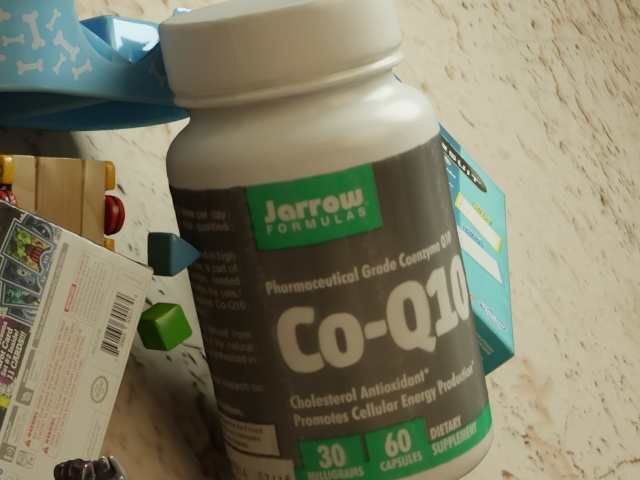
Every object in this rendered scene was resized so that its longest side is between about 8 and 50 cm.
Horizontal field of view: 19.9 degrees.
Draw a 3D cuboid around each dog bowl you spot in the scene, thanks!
[{"bbox_3d":[-0.202,-0.129,1.352,0.297,0.166,0.074,2,83,-54],"label":"dog bowl"}]

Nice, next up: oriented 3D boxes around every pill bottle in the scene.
[{"bbox_3d":[0.000,0.000,1.340,0.204,0.204,0.361,-34,115,-60],"label":"pill bottle"}]

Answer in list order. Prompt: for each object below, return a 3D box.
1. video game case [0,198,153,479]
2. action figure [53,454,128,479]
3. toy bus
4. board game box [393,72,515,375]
[{"bbox_3d":[-0.220,0.089,1.122,0.210,0.042,0.232,27,72,-40],"label":"video game case"},{"bbox_3d":[-0.165,0.191,1.004,0.285,0.099,0.185,23,28,-22],"label":"action figure"},{"bbox_3d":[-0.201,0.034,1.240,0.202,0.104,0.191,-51,121,-28],"label":"toy bus"},{"bbox_3d":[0.063,-0.039,1.653,0.254,0.079,0.336,46,20,-16],"label":"board game box"}]
